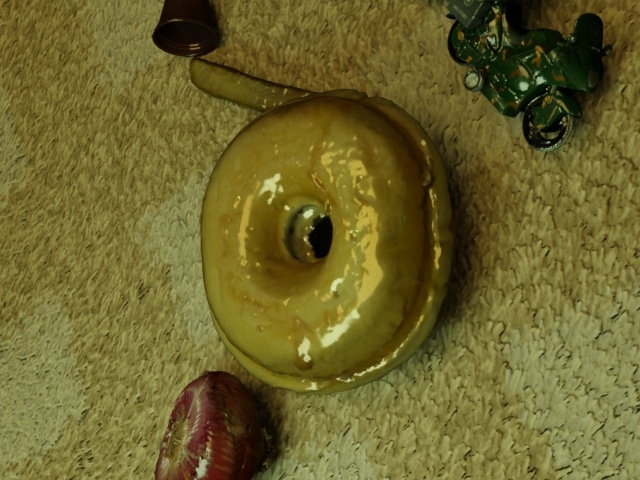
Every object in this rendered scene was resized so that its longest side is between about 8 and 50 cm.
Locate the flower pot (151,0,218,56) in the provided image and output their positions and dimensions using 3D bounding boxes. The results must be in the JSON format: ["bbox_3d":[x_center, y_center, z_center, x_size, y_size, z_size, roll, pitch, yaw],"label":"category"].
[{"bbox_3d":[-0.227,-0.378,1.999,0.111,0.111,0.089,-17,60,31],"label":"flower pot"}]

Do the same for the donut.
[{"bbox_3d":[0.000,0.000,1.692,0.449,0.198,0.448,-5,80,31],"label":"donut"}]

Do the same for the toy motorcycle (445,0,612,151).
[{"bbox_3d":[0.282,-0.264,1.610,0.187,0.125,0.274,-53,56,25],"label":"toy motorcycle"}]

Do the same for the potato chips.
[{"bbox_3d":[-0.092,-0.235,1.889,0.407,0.080,0.057,21,102,36],"label":"potato chips"}]

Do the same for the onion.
[{"bbox_3d":[-0.150,0.311,1.773,0.230,0.163,0.230,-46,36,50],"label":"onion"}]
